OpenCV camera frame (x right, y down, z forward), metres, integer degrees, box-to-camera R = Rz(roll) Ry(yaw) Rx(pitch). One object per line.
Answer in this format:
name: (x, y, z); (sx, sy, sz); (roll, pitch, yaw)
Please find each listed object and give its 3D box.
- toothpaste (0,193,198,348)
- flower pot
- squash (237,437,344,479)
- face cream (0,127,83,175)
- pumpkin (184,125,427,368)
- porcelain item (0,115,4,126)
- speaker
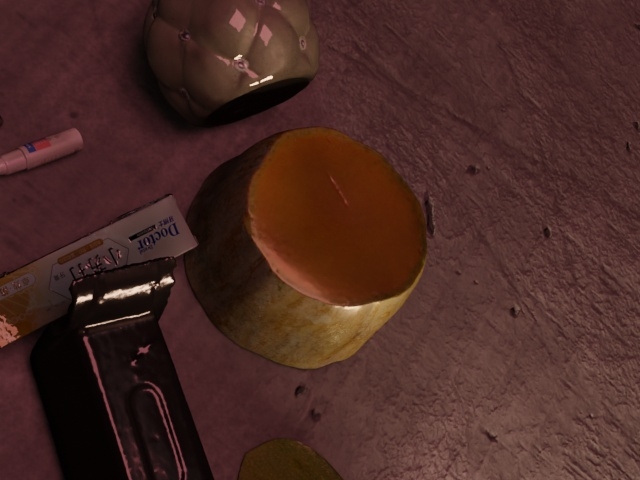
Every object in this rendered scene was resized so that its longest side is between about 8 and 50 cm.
toothpaste: (-0.309, 0.040, 1.661); (0.312, 0.071, 0.089); (-29, 92, -34)
flower pot: (-0.125, -0.278, 1.772); (0.246, 0.246, 0.195); (-20, 85, -33)
squash: (-0.009, 0.416, 1.722); (0.189, 0.189, 0.260); (-19, 47, -32)
face cream: (-0.377, -0.114, 1.694); (0.130, 0.034, 0.034); (-26, 87, -32)
pumpkin: (0.000, 0.000, 1.772); (0.332, 0.199, 0.333); (11, 69, -29)
porcelain item: (-0.480, -0.140, 1.652); (0.075, 0.021, 0.136); (47, 58, -7)
speaker: (-0.217, 0.236, 1.573); (0.180, 0.184, 0.388); (-15, 82, -32)
